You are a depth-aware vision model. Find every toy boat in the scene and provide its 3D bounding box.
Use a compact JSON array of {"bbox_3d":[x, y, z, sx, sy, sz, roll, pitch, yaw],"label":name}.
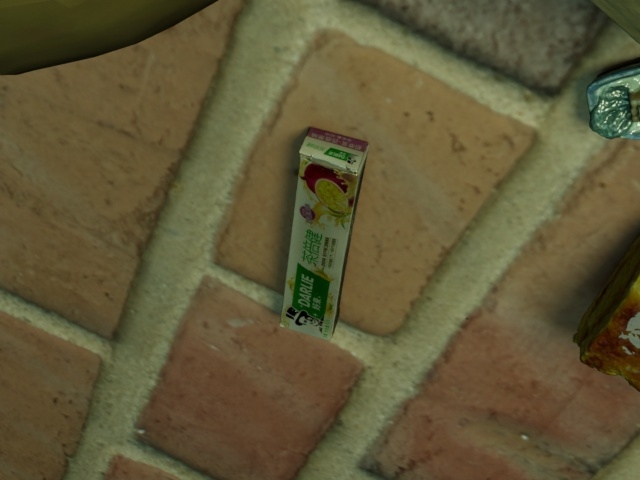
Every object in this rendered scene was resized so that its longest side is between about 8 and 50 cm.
[{"bbox_3d":[0.238,-0.085,0.855,0.140,0.066,0.059,-1,128,25],"label":"toy boat"}]

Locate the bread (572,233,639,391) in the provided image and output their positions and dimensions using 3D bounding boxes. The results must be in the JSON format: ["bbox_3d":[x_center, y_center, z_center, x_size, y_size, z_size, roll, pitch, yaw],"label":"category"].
[{"bbox_3d":[0.285,0.073,0.960,0.172,0.103,0.132,29,114,0],"label":"bread"}]

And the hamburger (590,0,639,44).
[{"bbox_3d":[0.203,-0.202,0.644,0.295,0.227,0.151,35,159,-11],"label":"hamburger"}]

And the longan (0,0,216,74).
[{"bbox_3d":[-0.143,-0.281,0.592,0.404,0.436,0.404,0,110,-1],"label":"longan"}]

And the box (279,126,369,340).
[{"bbox_3d":[0.000,0.000,1.074,0.050,0.041,0.207,16,138,7],"label":"box"}]
